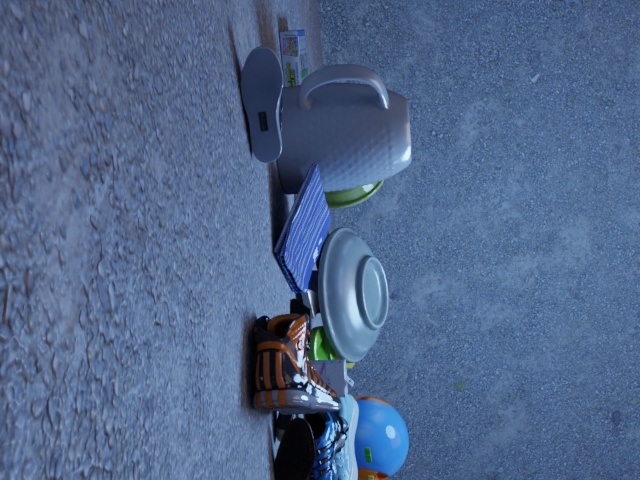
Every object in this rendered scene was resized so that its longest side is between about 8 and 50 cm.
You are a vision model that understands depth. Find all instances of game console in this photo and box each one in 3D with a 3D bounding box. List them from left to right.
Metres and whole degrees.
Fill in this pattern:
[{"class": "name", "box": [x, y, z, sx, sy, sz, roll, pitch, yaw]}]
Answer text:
[{"class": "game console", "box": [-0.064, 0.228, 1.851, 0.107, 0.071, 0.122, 39, 38, -41]}]

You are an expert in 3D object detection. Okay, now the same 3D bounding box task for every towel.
[{"class": "towel", "box": [-0.031, -0.018, 1.776, 0.336, 0.040, 0.243, 73, 36, -70]}]

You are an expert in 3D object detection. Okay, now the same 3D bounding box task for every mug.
[{"class": "mug", "box": [0.058, -0.291, 1.812, 0.374, 0.328, 0.276, 79, 9, -57]}]

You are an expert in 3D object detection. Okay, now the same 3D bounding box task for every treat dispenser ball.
[{"class": "treat dispenser ball", "box": [0.152, 0.669, 2.428, 0.288, 0.288, 0.288, -4, 90, -85]}]

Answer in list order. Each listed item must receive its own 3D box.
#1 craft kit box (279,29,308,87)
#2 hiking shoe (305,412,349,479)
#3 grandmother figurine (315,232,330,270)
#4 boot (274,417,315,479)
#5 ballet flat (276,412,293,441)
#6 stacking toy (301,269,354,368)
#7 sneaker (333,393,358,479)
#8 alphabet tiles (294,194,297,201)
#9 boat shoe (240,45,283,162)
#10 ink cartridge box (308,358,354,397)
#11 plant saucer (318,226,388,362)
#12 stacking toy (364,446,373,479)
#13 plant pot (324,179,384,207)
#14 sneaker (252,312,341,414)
[{"class": "craft kit box", "box": [-0.069, -0.483, 2.103, 0.250, 0.061, 0.247, -76, 159, -74]}, {"class": "hiking shoe", "box": [-0.019, 0.548, 1.776, 0.132, 0.113, 0.304, 45, 37, -34]}, {"class": "grandmother figurine", "box": [0.000, 0.000, 2.208, 0.342, 0.104, 0.208, 55, 17, -79]}, {"class": "boot", "box": [-0.056, 0.453, 1.471, 0.106, 0.082, 0.219, -139, -126, -81]}, {"class": "ballet flat", "box": [-0.079, 0.326, 1.493, 0.057, 0.049, 0.173, 139, -42, -61]}, {"class": "stacking toy", "box": [-0.018, 0.240, 2.095, 0.279, 0.130, 0.309, -14, 97, -63]}, {"class": "sneaker", "box": [0.021, 0.592, 2.102, 0.150, 0.135, 0.366, 47, 33, -39]}, {"class": "alphabet tiles", "box": [-0.060, -0.138, 2.205, 0.237, 0.009, 0.198, 78, 9, -62]}, {"class": "boat shoe", "box": [-0.105, -0.263, 1.378, 0.076, 0.080, 0.229, -98, -178, -57]}, {"class": "ink cartridge box", "box": [0.014, 0.359, 1.887, 0.092, 0.143, 0.090, 18, 68, -85]}, {"class": "plant saucer", "box": [0.118, 0.156, 2.128, 0.400, 0.100, 0.401, 24, 63, -62]}, {"class": "stacking toy", "box": [0.079, 0.710, 2.249, 0.052, 0.167, 0.221, -87, 171, -54]}, {"class": "plant pot", "box": [0.049, -0.289, 2.323, 0.254, 0.276, 0.276, 65, 19, -45]}, {"class": "sneaker", "box": [-0.038, 0.231, 1.363, 0.321, 0.124, 0.180, 53, 32, -69]}]
